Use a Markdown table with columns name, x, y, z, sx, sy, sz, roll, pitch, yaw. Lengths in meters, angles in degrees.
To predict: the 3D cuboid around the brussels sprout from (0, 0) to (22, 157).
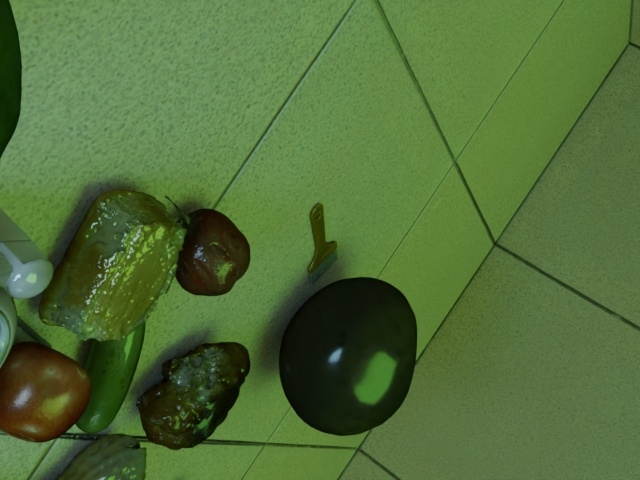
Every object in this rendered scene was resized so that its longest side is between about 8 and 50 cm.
| name | x | y | z | sx | sy | sz | roll | pitch | yaw |
| --- | --- | --- | --- | --- | --- | --- | --- | --- | --- |
| brussels sprout | -0.419 | -0.126 | 0.637 | 0.371 | 0.276 | 0.314 | -29 | 141 | -47 |

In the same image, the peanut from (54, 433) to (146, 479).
| name | x | y | z | sx | sy | sz | roll | pitch | yaw |
| --- | --- | --- | --- | --- | --- | --- | --- | --- | --- |
| peanut | -0.456 | 0.494 | 1.538 | 0.313 | 0.149 | 0.149 | -44 | 154 | -27 |

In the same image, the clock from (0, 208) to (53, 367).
| name | x | y | z | sx | sy | sz | roll | pitch | yaw |
| --- | --- | --- | --- | --- | --- | --- | --- | --- | --- |
| clock | -0.502 | 0.122 | 0.926 | 0.342 | 0.184 | 0.325 | 0 | 124 | -57 |

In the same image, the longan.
| name | x | y | z | sx | sy | sz | roll | pitch | yaw |
| --- | --- | --- | --- | --- | --- | --- | --- | --- | --- |
| longan | 0.072 | 0.287 | 2.042 | 0.405 | 0.336 | 0.404 | -34 | 135 | -42 |

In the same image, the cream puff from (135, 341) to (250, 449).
| name | x | y | z | sx | sy | sz | roll | pitch | yaw |
| --- | --- | --- | --- | --- | --- | --- | --- | --- | --- |
| cream puff | -0.255 | 0.321 | 1.678 | 0.269 | 0.155 | 0.241 | -6 | 126 | -64 |

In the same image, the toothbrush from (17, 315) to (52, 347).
| name | x | y | z | sx | sy | sz | roll | pitch | yaw |
| --- | --- | --- | --- | --- | --- | --- | --- | --- | --- |
| toothbrush | -0.446 | 0.121 | 1.228 | 0.017 | 0.014 | 0.194 | -48 | 155 | -20 |

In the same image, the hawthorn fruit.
| name | x | y | z | sx | sy | sz | roll | pitch | yaw |
| --- | --- | --- | --- | --- | --- | --- | --- | --- | --- |
| hawthorn fruit | -0.192 | 0.014 | 1.420 | 0.149 | 0.149 | 0.189 | -44 | 158 | -27 |

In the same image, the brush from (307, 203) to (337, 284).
| name | x | y | z | sx | sy | sz | roll | pitch | yaw |
| --- | --- | --- | --- | --- | --- | --- | --- | --- | --- |
| brush | 0.000 | 0.000 | 1.943 | 0.103 | 0.013 | 0.272 | -47 | 154 | -23 |

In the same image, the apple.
| name | x | y | z | sx | sy | sz | roll | pitch | yaw |
| --- | --- | --- | --- | --- | --- | --- | --- | --- | --- |
| apple | -0.427 | 0.229 | 1.224 | 0.139 | 0.164 | 0.163 | -60 | 159 | -22 |

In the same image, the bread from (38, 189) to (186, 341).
| name | x | y | z | sx | sy | sz | roll | pitch | yaw |
| --- | --- | --- | --- | --- | --- | --- | --- | --- | --- |
| bread | -0.313 | 0.043 | 1.253 | 0.174 | 0.121 | 0.245 | 13 | 113 | -57 |

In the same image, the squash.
| name | x | y | z | sx | sy | sz | roll | pitch | yaw |
| --- | --- | --- | --- | --- | --- | --- | --- | --- | --- |
| squash | -0.357 | 0.202 | 1.410 | 0.094 | 0.095 | 0.340 | -15 | 134 | -57 |
